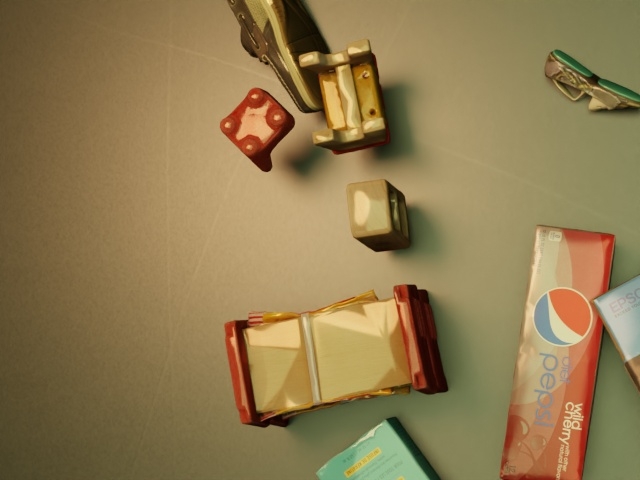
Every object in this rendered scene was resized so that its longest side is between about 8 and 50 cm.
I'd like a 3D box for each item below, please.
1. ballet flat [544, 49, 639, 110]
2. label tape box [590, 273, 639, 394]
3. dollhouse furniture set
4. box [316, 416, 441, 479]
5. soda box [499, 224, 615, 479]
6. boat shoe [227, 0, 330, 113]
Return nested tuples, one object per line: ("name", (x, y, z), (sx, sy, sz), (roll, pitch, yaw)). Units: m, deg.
("ballet flat", (0.290, -0.162, 1.320), (0.114, 0.041, 0.041), (33, 93, 15))
("label tape box", (0.446, 0.153, 1.166), (0.240, 0.106, 0.334), (-30, 65, 12))
("dollhouse furniture set", (0.000, 0.000, 1.315), (0.201, 0.152, 0.374), (-11, 81, 12))
("box", (0.107, 0.315, 1.305), (0.100, 0.060, 0.244), (-39, 77, 8))
("soda box", (0.246, 0.121, 1.272), (0.083, 0.092, 0.263), (8, 87, 13))
("boat shoe", (-0.055, -0.238, 1.392), (0.073, 0.080, 0.224), (-29, 82, 33))
